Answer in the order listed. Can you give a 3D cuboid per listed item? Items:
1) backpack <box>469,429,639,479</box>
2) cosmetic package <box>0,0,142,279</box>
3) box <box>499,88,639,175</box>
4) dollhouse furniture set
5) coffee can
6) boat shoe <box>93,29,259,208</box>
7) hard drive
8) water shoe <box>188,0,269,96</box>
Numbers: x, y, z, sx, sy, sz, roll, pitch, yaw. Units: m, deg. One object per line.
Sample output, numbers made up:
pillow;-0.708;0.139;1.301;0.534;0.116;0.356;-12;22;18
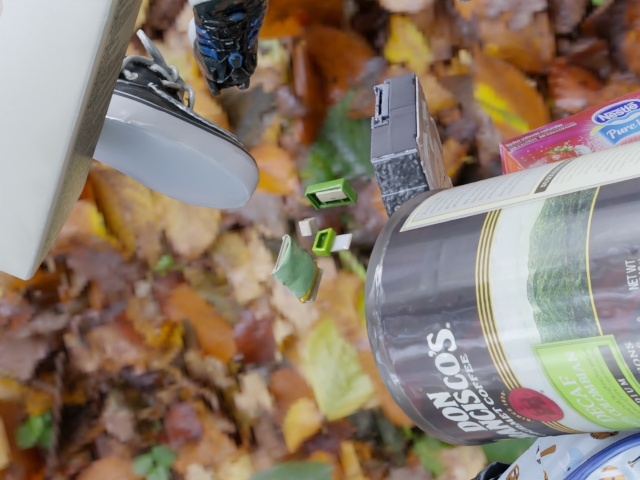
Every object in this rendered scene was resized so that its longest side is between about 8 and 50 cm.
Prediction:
backpack;0.280;0.235;1.240;0.213;0.276;0.263;-95;28;-58
cosmetic package;-0.224;-0.139;1.142;0.129;0.153;0.296;23;124;-3
box;0.328;-0.067;1.562;0.123;0.256;0.128;-127;19;-49
dollhouse furniture set;0.000;0.000;1.836;0.058;0.076;0.152;-8;50;33
coffee can;0.195;0.037;1.060;0.275;0.201;0.202;-14;89;49
boat shoe;-0.169;-0.122;1.337;0.306;0.105;0.113;20;154;32
hard drive;0.135;-0.005;1.789;0.064;0.237;0.339;-15;115;10
water shoe;-0.074;-0.182;1.323;0.203;0.073;0.080;129;125;-81
